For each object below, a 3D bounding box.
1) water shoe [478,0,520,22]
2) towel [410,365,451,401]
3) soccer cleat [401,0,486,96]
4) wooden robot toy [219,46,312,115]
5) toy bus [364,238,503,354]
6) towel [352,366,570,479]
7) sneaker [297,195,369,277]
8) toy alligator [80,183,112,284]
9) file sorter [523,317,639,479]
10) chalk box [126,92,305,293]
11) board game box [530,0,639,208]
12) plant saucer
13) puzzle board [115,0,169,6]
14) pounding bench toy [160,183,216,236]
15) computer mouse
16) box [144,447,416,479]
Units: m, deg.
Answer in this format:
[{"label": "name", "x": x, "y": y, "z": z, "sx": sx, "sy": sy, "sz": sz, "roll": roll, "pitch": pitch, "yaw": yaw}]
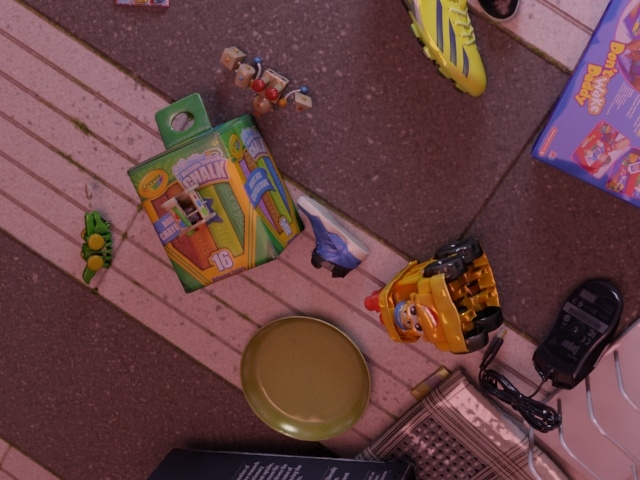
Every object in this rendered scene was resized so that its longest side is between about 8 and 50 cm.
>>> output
[{"label": "water shoe", "x": 0.254, "y": -0.422, "z": 1.493, "sx": 0.073, "sy": 0.080, "sz": 0.203, "roll": -4, "pitch": 106, "yaw": 17}, {"label": "towel", "x": 0.203, "y": 0.262, "z": 1.758, "sx": 0.060, "sy": 0.009, "sz": 0.083, "roll": 46, "pitch": 111, "yaw": -1}, {"label": "soccer cleat", "x": 0.186, "y": -0.353, "z": 1.529, "sx": 0.121, "sy": 0.093, "sz": 0.289, "roll": -31, "pitch": 97, "yaw": 14}, {"label": "wooden robot toy", "x": -0.099, "y": -0.240, "z": 1.653, "sx": 0.173, "sy": 0.076, "sz": 0.079, "roll": 32, "pitch": 123, "yaw": 4}, {"label": "toy bus", "x": 0.165, "y": 0.100, "z": 1.612, "sx": 0.212, "sy": 0.220, "sz": 0.149, "roll": -13, "pitch": 100, "yaw": 25}, {"label": "towel", "x": 0.243, "y": 0.429, "z": 1.755, "sx": 0.324, "sy": 0.056, "sz": 0.312, "roll": 45, "pitch": 107, "yaw": -3}, {"label": "sneaker", "x": 0.000, "y": 0.000, "z": 1.704, "sx": 0.152, "sy": 0.058, "sz": 0.084, "roll": 42, "pitch": 104, "yaw": -8}, {"label": "toy alligator", "x": -0.399, "y": -0.012, "z": 1.813, "sx": 0.051, "sy": 0.056, "sz": 0.189, "roll": -4, "pitch": 110, "yaw": -28}, {"label": "file sorter", "x": 0.489, "y": 0.300, "z": 1.602, "sx": 0.193, "sy": 0.173, "sz": 0.277, "roll": 41, "pitch": 112, "yaw": -4}, {"label": "chalk box", "x": -0.180, "y": -0.093, "z": 1.658, "sx": 0.180, "sy": 0.179, "sz": 0.288, "roll": -23, "pitch": 100, "yaw": 19}, {"label": "board game box", "x": 0.496, "y": -0.232, "z": 1.490, "sx": 0.233, "sy": 0.078, "sz": 0.347, "roll": 27, "pitch": 112, "yaw": 5}, {"label": "plant saucer", "x": -0.025, "y": 0.241, "z": 1.797, "sx": 0.241, "sy": 0.037, "sz": 0.240, "roll": 4, "pitch": 109, "yaw": 13}, {"label": "puzzle board", "x": -0.297, "y": -0.453, "z": 1.667, "sx": 0.097, "sy": 0.011, "sz": 0.128, "roll": 5, "pitch": 107, "yaw": 13}, {"label": "pounding bench toy", "x": -0.205, "y": -0.040, "z": 1.541, "sx": 0.052, "sy": 0.083, "sz": 0.065, "roll": -29, "pitch": 96, "yaw": 19}, {"label": "computer mouse", "x": 0.376, "y": 0.172, "z": 1.648, "sx": 0.184, "sy": 0.060, "sz": 0.262, "roll": 27, "pitch": 87, "yaw": 42}, {"label": "box", "x": -0.068, "y": 0.644, "z": 1.757, "sx": 0.472, "sy": 0.297, "sz": 0.479, "roll": -1, "pitch": 111, "yaw": 24}]
